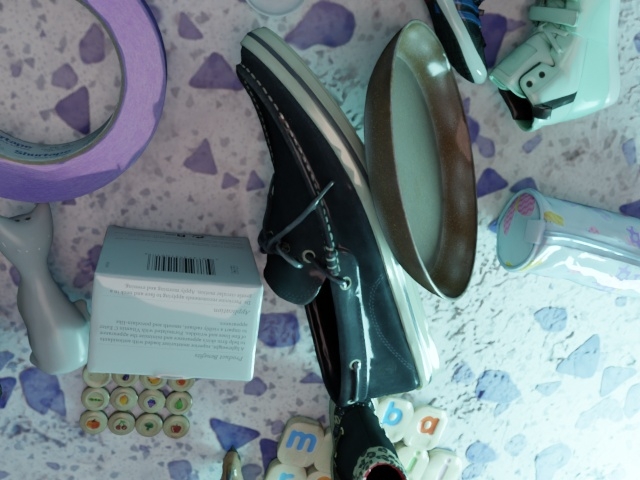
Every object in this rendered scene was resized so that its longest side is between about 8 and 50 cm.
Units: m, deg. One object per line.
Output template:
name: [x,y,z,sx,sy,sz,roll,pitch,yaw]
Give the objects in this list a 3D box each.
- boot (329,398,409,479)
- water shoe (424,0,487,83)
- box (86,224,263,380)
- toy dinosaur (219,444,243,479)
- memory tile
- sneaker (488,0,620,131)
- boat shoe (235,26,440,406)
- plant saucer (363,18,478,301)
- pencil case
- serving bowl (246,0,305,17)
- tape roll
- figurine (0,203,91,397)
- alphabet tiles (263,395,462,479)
boot: [0.067,0.330,0.986,0.085,0.179,0.237,-11,110,-7]
water shoe: [0.168,-0.283,0.869,0.080,0.073,0.203,-30,112,-2]
box: [-0.169,0.069,0.871,0.180,0.182,0.119,6,106,-13]
toy dinosaur: [-0.085,0.448,1.003,0.127,0.296,0.200,-31,155,-24]
memory tile: [-0.245,0.214,0.998,0.147,0.012,0.113,6,108,-13]
sneaker: [0.267,-0.252,0.876,0.151,0.094,0.256,-25,115,-15]
boat shoe: [0.000,0.000,0.881,0.155,0.187,0.501,-25,117,-7]
plant saucer: [0.115,-0.085,0.835,0.050,0.311,0.311,-8,114,25]
pencil case: [0.370,0.014,0.986,0.272,0.124,0.114,13,106,-14]
serving bowl: [-0.052,-0.297,0.846,0.083,0.027,0.084,-4,109,-10]
tape roll: [-0.306,-0.184,0.805,0.274,0.090,0.275,-4,111,-10]
figurine: [-0.372,0.075,0.839,0.214,0.092,0.210,-28,122,-34]
alphabet tiles: [0.062,0.349,1.100,0.284,0.021,0.278,16,106,-16]
